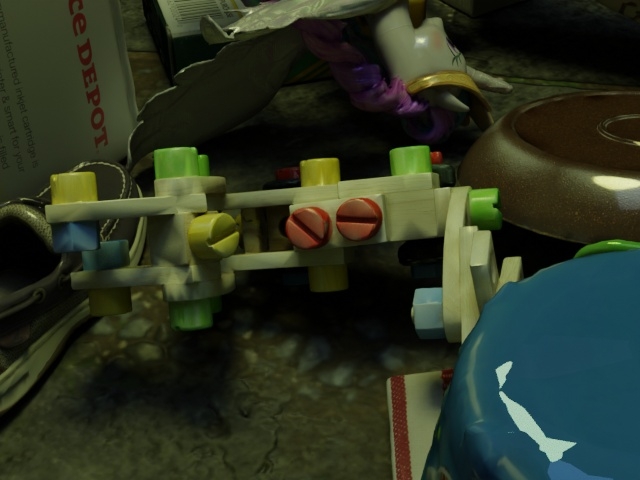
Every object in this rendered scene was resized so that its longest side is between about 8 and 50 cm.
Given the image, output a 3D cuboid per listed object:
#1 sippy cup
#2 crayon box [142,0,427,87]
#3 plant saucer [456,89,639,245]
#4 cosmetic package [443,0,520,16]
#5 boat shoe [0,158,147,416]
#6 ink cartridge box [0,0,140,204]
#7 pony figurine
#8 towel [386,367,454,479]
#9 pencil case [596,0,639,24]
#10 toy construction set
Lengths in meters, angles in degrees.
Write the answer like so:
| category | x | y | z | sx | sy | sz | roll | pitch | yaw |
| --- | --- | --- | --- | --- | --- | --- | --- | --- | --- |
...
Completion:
| category | x | y | z | sx | sy | sz | roll | pitch | yaw |
| --- | --- | --- | --- | --- | --- | --- | --- | --- | --- |
| sippy cup | 0.138 | 0.133 | 0.465 | 0.240 | 0.224 | 0.305 | -19 | 44 | -17 |
| crayon box | -0.022 | -0.254 | 1.132 | 0.318 | 0.081 | 0.202 | -11 | 39 | -12 |
| plant saucer | 0.268 | -0.070 | 0.854 | 0.310 | 0.050 | 0.310 | 0 | 23 | 0 |
| cosmetic package | 0.144 | -0.372 | 1.247 | 0.107 | 0.127 | 0.238 | -22 | 44 | -23 |
| boat shoe | -0.211 | 0.014 | 0.778 | 0.102 | 0.092 | 0.285 | 12 | 39 | 16 |
| ink cartridge box | -0.332 | -0.112 | 0.795 | 0.160 | 0.279 | 0.385 | 18 | 41 | 26 |
| pony figurine | -0.014 | -0.227 | 0.904 | 0.351 | 0.363 | 0.303 | -19 | -3 | -31 |
| towel | 0.208 | 0.166 | 0.621 | 0.329 | 0.037 | 0.237 | -2 | 40 | 1 |
| pencil case | 0.324 | -0.313 | 1.038 | 0.410 | 0.160 | 0.183 | 30 | 63 | 5 |
| toy construction set | 0.000 | 0.000 | 0.718 | 0.327 | 0.151 | 0.215 | 10 | 5 | 15 |
